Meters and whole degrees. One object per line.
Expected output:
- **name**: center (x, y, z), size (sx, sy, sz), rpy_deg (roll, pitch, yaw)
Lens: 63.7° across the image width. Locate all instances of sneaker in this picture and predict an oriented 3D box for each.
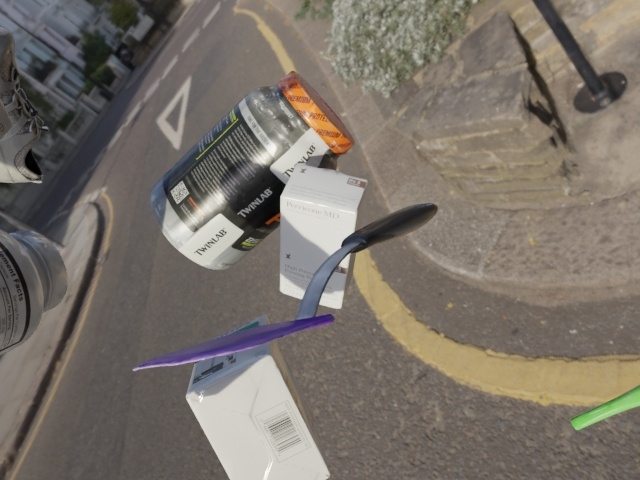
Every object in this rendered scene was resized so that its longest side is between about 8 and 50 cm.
- **sneaker**: center (-0.520, -0.219, 0.874), size (0.105, 0.115, 0.281), rpy_deg (-104, 29, -46)

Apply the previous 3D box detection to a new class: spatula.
- **spatula**: center (0.014, 0.019, 0.360), size (0.084, 0.030, 0.296), rpy_deg (-17, 10, 42)

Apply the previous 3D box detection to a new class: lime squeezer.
- **lime squeezer**: center (0.386, 0.123, 0.503), size (0.310, 0.110, 0.059), rpy_deg (-39, 46, 21)

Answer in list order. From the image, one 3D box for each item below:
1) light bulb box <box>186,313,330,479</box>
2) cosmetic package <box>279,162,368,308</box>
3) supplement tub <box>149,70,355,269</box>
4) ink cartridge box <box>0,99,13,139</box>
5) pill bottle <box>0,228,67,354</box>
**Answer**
- **light bulb box**: center (-0.165, 0.437, 1.373), size (0.225, 0.358, 0.361), rpy_deg (-25, 11, -4)
- **cosmetic package**: center (0.000, 0.000, 0.821), size (0.231, 0.117, 0.085), rpy_deg (93, -166, -48)
- **supplement tub**: center (-0.118, -0.121, 0.910), size (0.338, 0.207, 0.207), rpy_deg (-39, 32, 16)
- **ink cartridge box**: center (-0.504, -0.084, 0.475), size (0.066, 0.296, 0.261), rpy_deg (99, -171, -54)
- **pill bottle**: center (-0.474, 0.083, 0.611), size (0.181, 0.181, 0.323), rpy_deg (-40, -1, 24)
